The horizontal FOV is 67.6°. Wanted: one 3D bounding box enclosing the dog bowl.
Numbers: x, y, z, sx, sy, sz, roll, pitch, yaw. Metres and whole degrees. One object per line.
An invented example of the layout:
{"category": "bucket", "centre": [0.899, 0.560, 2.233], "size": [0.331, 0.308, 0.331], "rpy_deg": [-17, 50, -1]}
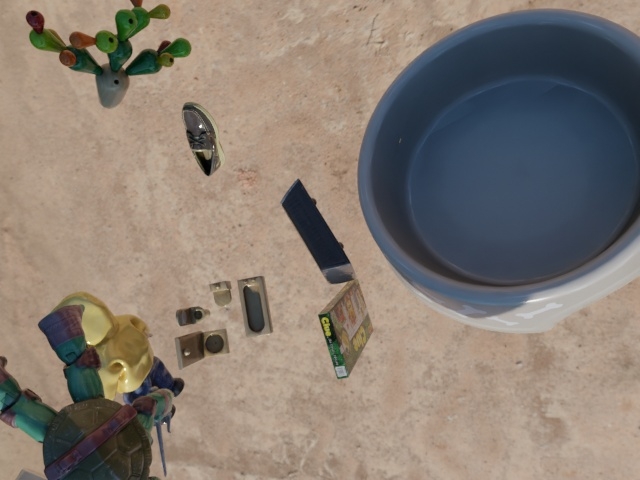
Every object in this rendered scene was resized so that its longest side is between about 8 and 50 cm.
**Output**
{"category": "dog bowl", "centre": [0.196, -0.079, 0.507], "size": [0.349, 0.348, 0.102], "rpy_deg": [-15, 159, 27]}

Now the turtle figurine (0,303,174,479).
{"category": "turtle figurine", "centre": [-0.204, 0.182, 0.433], "size": [0.234, 0.175, 0.118], "rpy_deg": [53, 137, 3]}

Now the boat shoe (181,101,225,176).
{"category": "boat shoe", "centre": [-0.215, -0.180, 0.872], "size": [0.056, 0.049, 0.152], "rpy_deg": [5, 144, 17]}

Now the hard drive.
{"category": "hard drive", "centre": [0.000, 0.000, 0.829], "size": [0.054, 0.254, 0.172], "rpy_deg": [-31, 80, 0]}

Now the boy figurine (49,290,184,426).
{"category": "boy figurine", "centre": [-0.342, 0.204, 0.806], "size": [0.092, 0.177, 0.285], "rpy_deg": [-15, 127, 16]}

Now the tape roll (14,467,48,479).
{"category": "tape roll", "centre": [-0.437, 0.570, 0.971], "size": [0.392, 0.072, 0.392], "rpy_deg": [15, 146, 10]}

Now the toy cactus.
{"category": "toy cactus", "centre": [-0.310, -0.273, 0.706], "size": [0.112, 0.219, 0.180], "rpy_deg": [58, 141, 11]}

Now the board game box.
{"category": "board game box", "centre": [0.061, 0.179, 1.030], "size": [0.030, 0.260, 0.136], "rpy_deg": [-13, 97, 19]}

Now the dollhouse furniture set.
{"category": "dollhouse furniture set", "centre": [-0.180, 0.148, 0.893], "size": [0.151, 0.123, 0.144], "rpy_deg": [-11, 84, 5]}
